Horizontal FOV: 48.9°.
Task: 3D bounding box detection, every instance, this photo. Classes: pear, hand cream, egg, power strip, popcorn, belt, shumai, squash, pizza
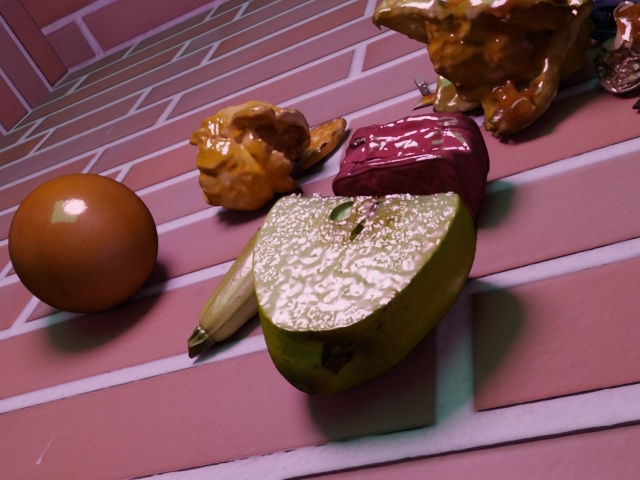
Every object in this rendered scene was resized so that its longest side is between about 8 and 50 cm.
[{"bbox_3d":[0.044,0.071,0.854,0.292,0.159,0.292,-17,38,14],"label":"pear"},{"bbox_3d":[0.226,-0.280,1.377,0.102,0.022,0.035,-10,42,38],"label":"hand cream"},{"bbox_3d":[-0.430,0.004,1.272,0.250,0.250,0.322,-43,23,-22],"label":"egg"},{"bbox_3d":[0.207,-0.323,1.453,0.017,0.027,0.083,-25,28,9],"label":"power strip"},{"bbox_3d":[-0.136,-0.170,1.344,0.253,0.191,0.190,-21,31,12],"label":"popcorn"},{"bbox_3d":[0.290,-0.348,1.200,0.321,0.326,0.290,40,59,16],"label":"popcorn"},{"bbox_3d":[0.529,-0.419,1.207,0.190,0.141,0.082,2,44,41],"label":"belt"},{"bbox_3d":[0.487,-0.311,1.095,0.145,0.116,0.145,-30,24,15],"label":"shumai"},{"bbox_3d":[-0.126,0.088,1.065,0.094,0.094,0.224,15,60,51],"label":"squash"},{"bbox_3d":[-0.009,-0.193,1.428,0.099,0.036,0.160,5,43,44],"label":"pizza"}]

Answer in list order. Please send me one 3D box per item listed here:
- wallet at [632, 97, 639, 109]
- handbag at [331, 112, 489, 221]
[{"bbox_3d":[0.609,-0.279,0.941,0.247,0.041,0.323,-39,12,-20],"label":"wallet"},{"bbox_3d":[0.137,-0.097,1.047,0.225,0.146,0.135,-7,42,33],"label":"handbag"}]
